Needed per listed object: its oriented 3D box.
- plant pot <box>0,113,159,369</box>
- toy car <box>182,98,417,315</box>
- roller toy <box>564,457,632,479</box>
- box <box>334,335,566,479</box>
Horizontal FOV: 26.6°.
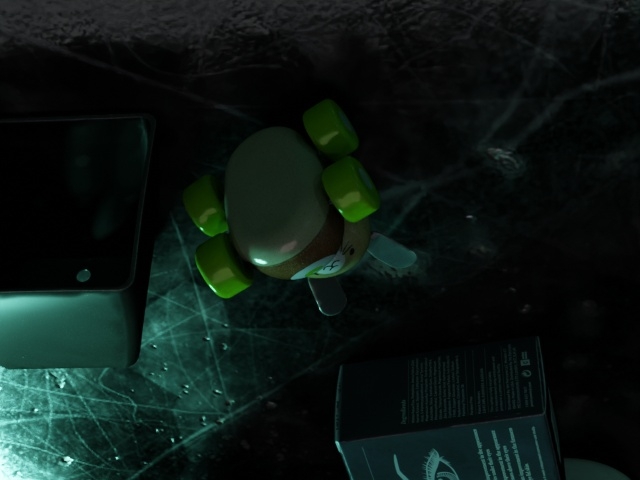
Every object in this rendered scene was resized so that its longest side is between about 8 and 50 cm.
[{"bbox_3d":[-0.229,0.015,1.181,0.188,0.187,0.167,-2,143,6],"label":"plant pot"},{"bbox_3d":[0.000,0.000,1.180,0.155,0.149,0.188,-31,134,14],"label":"toy car"},{"bbox_3d":[0.263,0.339,1.435,0.209,0.146,0.191,-30,123,25],"label":"roller toy"},{"bbox_3d":[0.131,0.196,1.347,0.207,0.108,0.153,-8,129,11],"label":"box"}]
